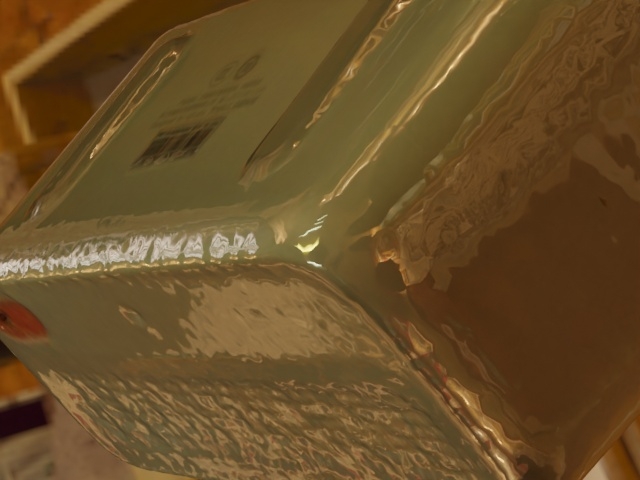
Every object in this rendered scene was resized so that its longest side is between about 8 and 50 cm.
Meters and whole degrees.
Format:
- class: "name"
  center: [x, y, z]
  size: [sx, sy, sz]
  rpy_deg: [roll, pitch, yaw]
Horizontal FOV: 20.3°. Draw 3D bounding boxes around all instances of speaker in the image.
- class: "speaker"
  center: [0.000, 0.000, 0.810]
  size: [0.183, 0.184, 0.406]
  rpy_deg: [49, 155, -19]
